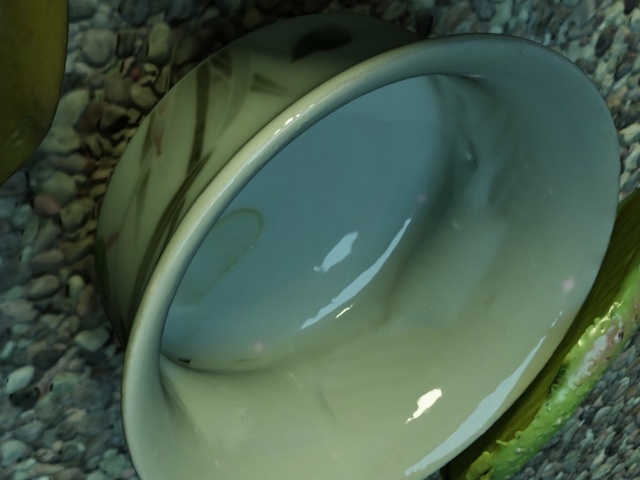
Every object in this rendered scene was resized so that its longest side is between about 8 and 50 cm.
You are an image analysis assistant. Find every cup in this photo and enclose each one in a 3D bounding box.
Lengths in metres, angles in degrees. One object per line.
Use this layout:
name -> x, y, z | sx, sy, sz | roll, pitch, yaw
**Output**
cup -> 0.000, 0.000, 0.798 | 0.347, 0.163, 0.347 | -23, 135, -25

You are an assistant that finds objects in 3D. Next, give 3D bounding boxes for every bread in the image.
bread -> 0.187, 0.075, 0.981 | 0.301, 0.045, 0.301 | -55, 177, -4

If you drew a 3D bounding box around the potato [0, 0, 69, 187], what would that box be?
potato -> -0.224, -0.067, 0.579 | 0.299, 0.116, 0.239 | -20, 134, -36
